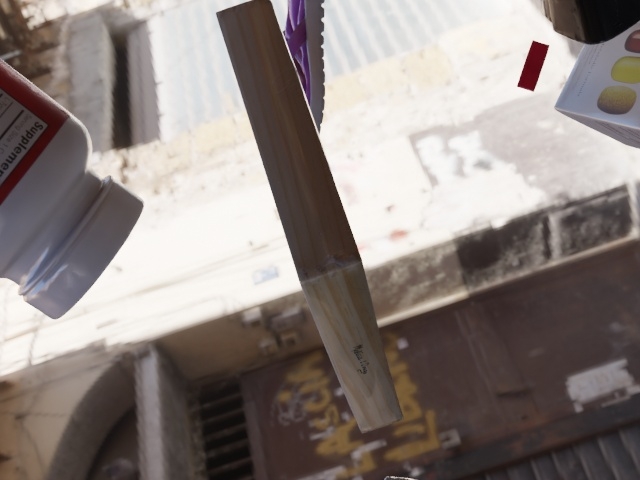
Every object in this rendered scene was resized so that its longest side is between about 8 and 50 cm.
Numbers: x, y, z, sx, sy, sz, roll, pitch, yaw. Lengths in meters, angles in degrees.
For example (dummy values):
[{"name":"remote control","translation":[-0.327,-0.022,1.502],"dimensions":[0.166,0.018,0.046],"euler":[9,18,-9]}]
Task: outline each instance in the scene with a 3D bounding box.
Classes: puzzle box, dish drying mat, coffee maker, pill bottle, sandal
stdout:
[{"name":"puzzle box","translation":[0.000,0.000,0.939],"dimensions":[0.409,0.052,0.272],"euler":[72,179,-63]},{"name":"dish drying mat","translation":[0.365,-0.299,1.679],"dimensions":[0.008,0.032,0.083],"euler":[-43,-29,-68]},{"name":"coffee maker","translation":[0.263,-0.288,0.962],"dimensions":[0.171,0.120,0.178],"euler":[-99,-17,-50]},{"name":"pill bottle","translation":[-0.405,-0.099,1.070],"dimensions":[0.407,0.229,0.229],"euler":[39,-167,-17]},{"name":"sandal","translation":[-0.059,-0.329,1.718],"dimensions":[0.169,0.102,0.416],"euler":[146,127,-70]}]

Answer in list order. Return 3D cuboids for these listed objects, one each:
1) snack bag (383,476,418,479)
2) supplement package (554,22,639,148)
[{"name":"snack bag","translation":[0.195,0.419,0.998],"dimensions":[0.037,0.342,0.323],"euler":[88,-164,-74]},{"name":"supplement package","translation":[0.430,-0.188,1.239],"dimensions":[0.139,0.133,0.244],"euler":[-66,17,7]}]
